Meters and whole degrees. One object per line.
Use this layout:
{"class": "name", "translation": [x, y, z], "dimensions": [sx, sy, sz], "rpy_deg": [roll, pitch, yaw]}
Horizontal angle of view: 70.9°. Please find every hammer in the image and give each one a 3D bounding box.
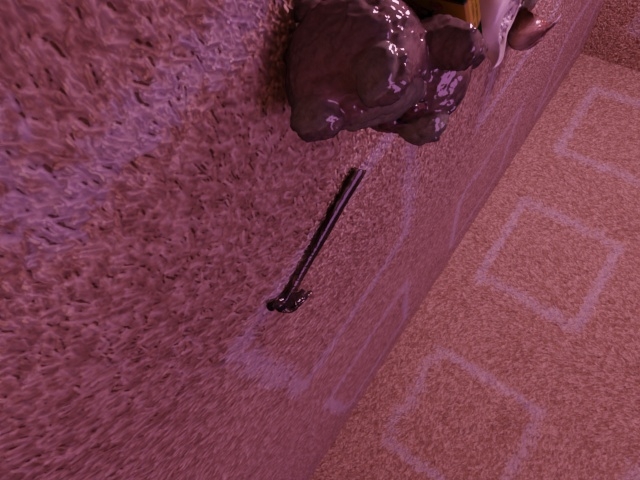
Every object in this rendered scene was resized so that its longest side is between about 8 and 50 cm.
{"class": "hammer", "translation": [0.001, 0.000, 0.806], "dimensions": [0.297, 0.027, 0.125], "rpy_deg": [-63, 158, 7]}

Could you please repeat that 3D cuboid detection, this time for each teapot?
{"class": "teapot", "translation": [0.340, -0.457, 0.866], "dimensions": [0.145, 0.092, 0.226], "rpy_deg": [-42, 151, -43]}

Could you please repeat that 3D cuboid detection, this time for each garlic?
{"class": "garlic", "translation": [0.566, -0.570, 1.216], "dimensions": [0.124, 0.099, 0.175], "rpy_deg": [-52, 163, 24]}

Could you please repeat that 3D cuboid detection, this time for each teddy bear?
{"class": "teddy bear", "translation": [0.076, -0.191, 0.534], "dimensions": [0.267, 0.236, 0.150], "rpy_deg": [-1, 76, -52]}

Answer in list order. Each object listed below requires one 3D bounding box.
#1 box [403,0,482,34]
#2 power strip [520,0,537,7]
{"class": "box", "translation": [0.133, -0.299, 0.563], "dimensions": [0.034, 0.132, 0.235], "rpy_deg": [-64, 158, 7]}
{"class": "power strip", "translation": [0.501, -0.606, 1.042], "dimensions": [0.272, 0.078, 0.052], "rpy_deg": [-43, 151, -34]}
